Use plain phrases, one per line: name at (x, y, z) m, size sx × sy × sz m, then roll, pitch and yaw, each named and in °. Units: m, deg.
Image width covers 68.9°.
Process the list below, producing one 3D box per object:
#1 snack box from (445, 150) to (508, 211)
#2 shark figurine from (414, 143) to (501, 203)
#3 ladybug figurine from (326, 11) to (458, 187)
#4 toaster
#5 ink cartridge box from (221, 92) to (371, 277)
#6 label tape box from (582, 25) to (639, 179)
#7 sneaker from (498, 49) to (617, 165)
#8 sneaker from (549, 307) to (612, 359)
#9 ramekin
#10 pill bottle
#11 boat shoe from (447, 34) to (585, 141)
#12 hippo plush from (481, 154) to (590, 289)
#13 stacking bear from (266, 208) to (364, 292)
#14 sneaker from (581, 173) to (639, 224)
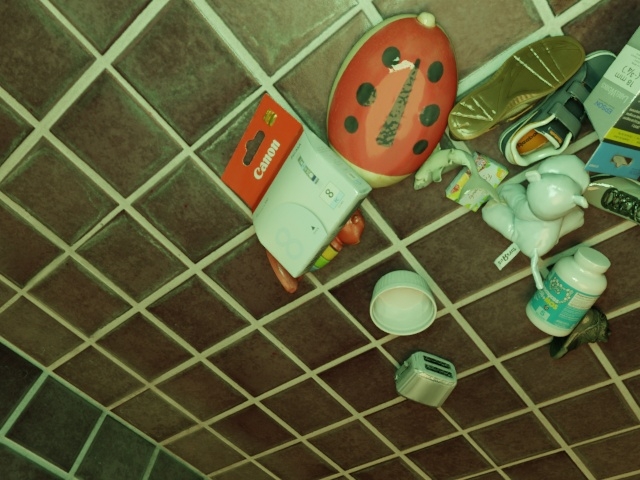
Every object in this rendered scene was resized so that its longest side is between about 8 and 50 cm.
snack box at (0.425, -0.160, 1.278) m, size 0.100 × 0.037 × 0.141 m, roll 24°, pitch 123°, yaw -12°
shark figurine at (0.357, -0.187, 1.183) m, size 0.116 × 0.278 × 0.166 m, roll 12°, pitch 99°, yaw -24°
ladybug figurine at (0.169, -0.312, 1.129) m, size 0.304 × 0.162 × 0.450 m, roll 14°, pitch 124°, yaw -3°
toaster at (0.387, 0.500, 1.675) m, size 0.226 × 0.129 × 0.147 m, roll 22°, pitch 121°, yaw -7°
ink cartridge box at (-0.100, -0.142, 1.219) m, size 0.385 × 0.091 × 0.308 m, roll 44°, pitch 123°, yaw 11°
label tape box at (0.726, -0.313, 1.044) m, size 0.240 × 0.106 × 0.334 m, roll 3°, pitch 129°, yaw -30°
sneaker at (0.582, -0.299, 1.116) m, size 0.126 × 0.127 × 0.321 m, roll 35°, pitch 119°, yaw -15°
sneaker at (0.854, 0.319, 1.523) m, size 0.130 × 0.087 × 0.228 m, roll 22°, pitch 118°, yaw -1°
ramekin at (0.261, 0.192, 1.492) m, size 0.207 × 0.109 × 0.207 m, roll 3°, pitch 124°, yaw 5°
pill bottle at (0.738, 0.148, 1.386) m, size 0.146 × 0.146 × 0.264 m, roll 15°, pitch 123°, yaw -4°
boat shoe at (0.453, -0.348, 1.112) m, size 0.342 × 0.123 × 0.123 m, roll -37°, pitch 81°, yaw 7°
hippo plush at (0.528, -0.095, 1.155) m, size 0.234 × 0.294 × 0.237 m, roll 31°, pitch 153°, yaw 28°
stacking bear at (0.000, 0.000, 1.369) m, size 0.289 × 0.175 × 0.164 m, roll -31°, pitch 98°, yaw 14°
sneaker at (0.808, -0.097, 1.201) m, size 0.271 × 0.108 × 0.100 m, roll 25°, pitch 124°, yaw 24°
